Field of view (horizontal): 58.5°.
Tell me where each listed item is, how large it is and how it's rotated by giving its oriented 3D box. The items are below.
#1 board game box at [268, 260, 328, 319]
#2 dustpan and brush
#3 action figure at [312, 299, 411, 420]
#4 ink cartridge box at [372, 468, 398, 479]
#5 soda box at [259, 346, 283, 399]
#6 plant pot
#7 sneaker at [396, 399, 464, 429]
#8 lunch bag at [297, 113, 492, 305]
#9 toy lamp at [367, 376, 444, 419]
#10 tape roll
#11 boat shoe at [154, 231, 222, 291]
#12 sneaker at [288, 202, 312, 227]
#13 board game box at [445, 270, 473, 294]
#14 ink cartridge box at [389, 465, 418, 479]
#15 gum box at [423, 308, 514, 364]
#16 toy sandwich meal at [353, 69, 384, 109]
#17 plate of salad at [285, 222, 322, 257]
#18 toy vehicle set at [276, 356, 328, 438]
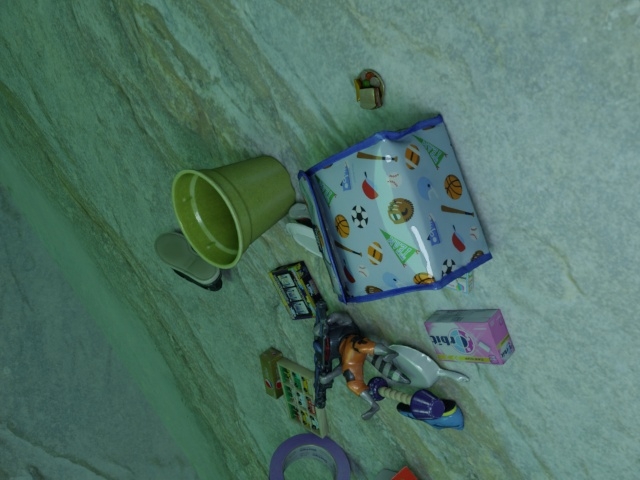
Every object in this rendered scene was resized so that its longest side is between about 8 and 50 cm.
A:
[{"bbox_3d":[-0.069,0.153,1.722,0.141,0.048,0.170,-14,105,52],"label":"board game box"},{"bbox_3d":[0.282,0.338,1.473,0.211,0.060,0.147,18,141,48],"label":"dustpan and brush"},{"bbox_3d":[0.080,0.338,1.576,0.330,0.178,0.342,43,136,51],"label":"action figure"},{"bbox_3d":[0.223,0.895,1.792,0.114,0.197,0.273,-5,110,48],"label":"ink cartridge box"},{"bbox_3d":[-0.165,0.471,2.029,0.058,0.061,0.182,19,128,39],"label":"soda box"},{"bbox_3d":[-0.215,-0.104,1.538,0.276,0.253,0.276,26,132,32],"label":"plant pot"},{"bbox_3d":[0.292,0.473,1.536,0.209,0.069,0.082,-12,110,50],"label":"sneaker"},{"bbox_3d":[0.113,-0.042,1.235,0.385,0.238,0.328,-15,93,53],"label":"lunch bag"},{"bbox_3d":[0.226,0.422,1.524,0.274,0.080,0.080,-6,111,64],"label":"toy lamp"},{"bbox_3d":[-0.039,0.802,1.946,0.274,0.274,0.090,32,135,29],"label":"tape roll"},{"bbox_3d":[-0.466,0.081,2.045,0.339,0.127,0.113,24,154,32],"label":"boat shoe"},{"bbox_3d":[-0.008,-0.059,1.522,0.157,0.061,0.065,17,157,34],"label":"sneaker"},{"bbox_3d":[0.274,0.053,1.304,0.154,0.026,0.104,17,126,39],"label":"board game box"},{"bbox_3d":[0.228,0.832,1.657,0.239,0.275,0.060,51,174,-16],"label":"ink cartridge box"},{"bbox_3d":[0.337,0.221,1.321,0.188,0.062,0.107,-9,108,49],"label":"gum box"},{"bbox_3d":[0.102,-0.322,1.230,0.085,0.029,0.086,26,132,33],"label":"toy sandwich meal"},{"bbox_3d":[0.000,0.000,1.502,0.199,0.048,0.200,25,165,7],"label":"plate of salad"},{"bbox_3d":[-0.061,0.547,1.990,0.165,0.035,0.267,15,125,41],"label":"toy vehicle set"}]
